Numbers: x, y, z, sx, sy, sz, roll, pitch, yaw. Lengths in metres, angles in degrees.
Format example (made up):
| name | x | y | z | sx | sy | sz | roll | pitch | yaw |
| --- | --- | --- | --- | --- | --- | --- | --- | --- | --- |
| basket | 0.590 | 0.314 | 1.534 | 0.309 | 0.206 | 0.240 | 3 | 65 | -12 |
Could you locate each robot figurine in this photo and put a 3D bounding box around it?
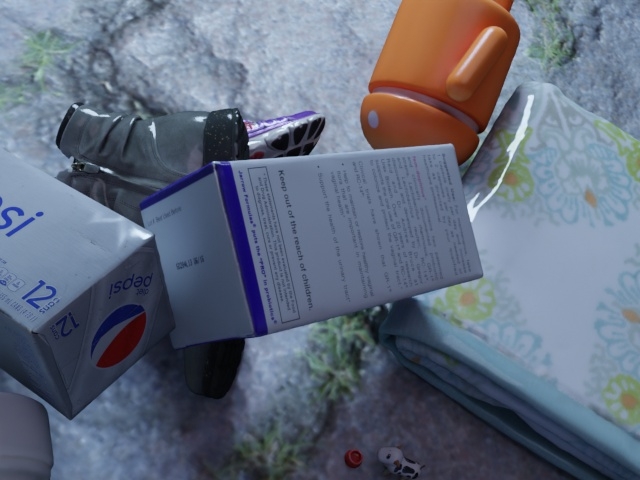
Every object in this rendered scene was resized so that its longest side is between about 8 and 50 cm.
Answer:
| name | x | y | z | sx | sy | sz | roll | pitch | yaw |
| --- | --- | --- | --- | --- | --- | --- | --- | --- | --- |
| robot figurine | 0.117 | -0.162 | 0.748 | 0.128 | 0.158 | 0.220 | 25 | 86 | -51 |

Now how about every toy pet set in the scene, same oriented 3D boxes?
| name | x | y | z | sx | sy | sz | roll | pitch | yaw |
| --- | --- | --- | --- | --- | --- | --- | --- | --- | --- |
| toy pet set | 0.073 | 0.220 | 0.575 | 0.114 | 0.065 | 0.122 | 17 | 56 | -11 |

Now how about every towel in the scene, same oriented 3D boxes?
| name | x | y | z | sx | sy | sz | roll | pitch | yaw |
| --- | --- | --- | --- | --- | --- | --- | --- | --- | --- |
| towel | 0.279 | 0.061 | 0.711 | 0.374 | 0.090 | 0.321 | 33 | 63 | 1 |

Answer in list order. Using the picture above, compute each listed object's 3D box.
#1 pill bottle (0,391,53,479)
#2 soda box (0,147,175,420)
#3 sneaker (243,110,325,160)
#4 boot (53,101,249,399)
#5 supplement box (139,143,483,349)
| name | x | y | z | sx | sy | sz | roll | pitch | yaw |
| --- | --- | --- | --- | --- | --- | --- | --- | --- | --- |
| pill bottle | -0.197 | 0.242 | 0.394 | 0.169 | 0.169 | 0.302 | -2 | 61 | -22 |
| soda box | -0.237 | -0.003 | 0.515 | 0.286 | 0.091 | 0.098 | 26 | 50 | 25 |
| sneaker | -0.071 | -0.099 | 0.718 | 0.169 | 0.068 | 0.071 | -20 | 63 | -29 |
| boot | -0.142 | 0.006 | 0.622 | 0.161 | 0.083 | 0.247 | -2 | 77 | 4 |
| supplement box | 0.000 | 0.000 | 0.555 | 0.220 | 0.111 | 0.114 | -12 | 86 | -38 |
